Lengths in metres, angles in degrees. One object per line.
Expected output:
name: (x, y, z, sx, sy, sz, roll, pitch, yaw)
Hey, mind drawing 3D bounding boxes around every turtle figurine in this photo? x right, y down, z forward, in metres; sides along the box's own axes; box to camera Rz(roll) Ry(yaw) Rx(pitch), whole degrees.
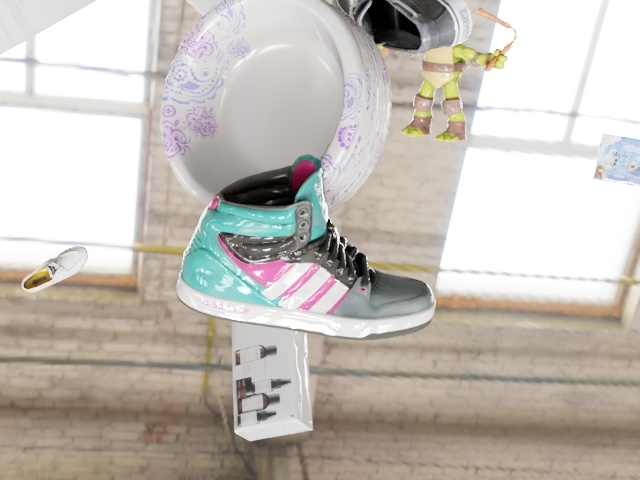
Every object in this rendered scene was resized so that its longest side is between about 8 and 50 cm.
turtle figurine: (0.184, -0.278, 1.609, 0.269, 0.217, 0.087, 10, -161, 19)

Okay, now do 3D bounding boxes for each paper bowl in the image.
paper bowl: (-0.044, -0.157, 1.214, 0.284, 0.284, 0.148, 27, -173, 31)

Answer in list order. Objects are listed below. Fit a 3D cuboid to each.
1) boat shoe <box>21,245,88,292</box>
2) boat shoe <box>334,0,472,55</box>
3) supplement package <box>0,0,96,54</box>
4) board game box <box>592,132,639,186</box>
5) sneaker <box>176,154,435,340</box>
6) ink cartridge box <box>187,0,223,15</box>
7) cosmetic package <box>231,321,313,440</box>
boat shoe: (-0.362, 0.039, 1.337, 0.100, 0.035, 0.035, -28, -177, -5)
boat shoe: (0.090, -0.334, 1.450, 0.102, 0.108, 0.301, -27, -143, -22)
supplement package: (-0.411, -0.351, 1.338, 0.179, 0.105, 0.105, -33, -119, -13)
board game box: (0.570, -0.153, 1.861, 0.090, 0.090, 0.020, 9, -167, 4)
sneaker: (0.000, 0.000, 1.083, 0.295, 0.179, 0.124, 7, -156, -13)
ink cartridge box: (-0.113, -0.436, 2.017, 0.273, 0.114, 0.197, 44, -168, 26)
cosmetic package: (-0.072, 0.155, 1.394, 0.098, 0.060, 0.239, -13, -118, 15)
